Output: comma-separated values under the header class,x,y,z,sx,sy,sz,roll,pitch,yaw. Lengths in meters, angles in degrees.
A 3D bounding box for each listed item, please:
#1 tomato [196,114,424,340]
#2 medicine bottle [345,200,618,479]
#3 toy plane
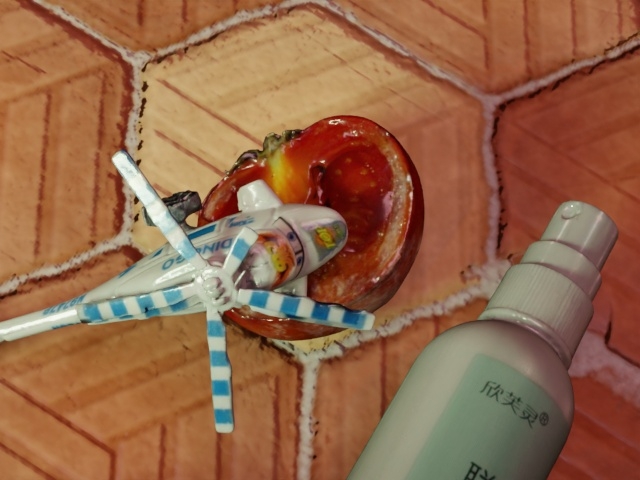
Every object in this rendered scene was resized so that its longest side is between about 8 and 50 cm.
class,x,y,z,sx,sy,sz,roll,pitch,yaw
tomato,0.000,0.000,1.317,0.159,0.091,0.139,-28,61,6
medicine bottle,0.099,0.119,1.262,0.110,0.110,0.352,30,61,4
toy plane,-0.112,0.040,1.251,0.273,0.107,0.182,-34,101,18
